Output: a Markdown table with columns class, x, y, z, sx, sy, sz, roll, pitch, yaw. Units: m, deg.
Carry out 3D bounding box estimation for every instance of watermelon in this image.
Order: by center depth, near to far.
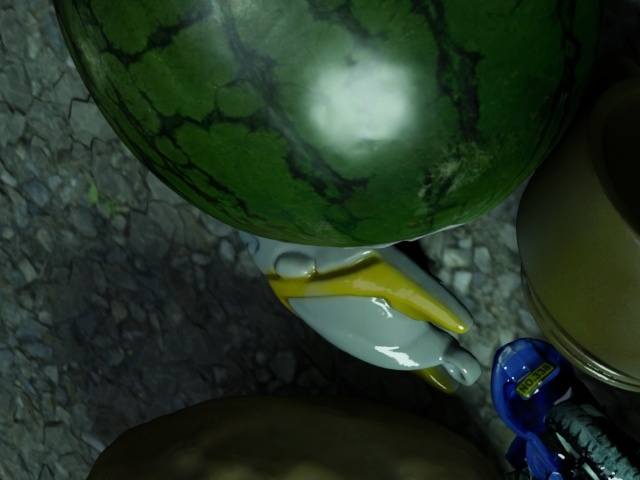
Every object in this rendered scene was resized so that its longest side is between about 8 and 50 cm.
| class | x | y | z | sx | sy | sz | roll | pitch | yaw |
| --- | --- | --- | --- | --- | --- | --- | --- | --- | --- |
| watermelon | 0.003 | -0.171 | 1.102 | 0.363 | 0.363 | 0.363 | 20 | 126 | 29 |

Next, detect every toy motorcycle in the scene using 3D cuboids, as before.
| class | x | y | z | sx | sy | sz | roll | pitch | yaw |
| --- | --- | --- | --- | --- | --- | --- | --- | --- | --- |
| toy motorcycle | 0.185 | 0.162 | 1.266 | 0.169 | 0.113 | 0.315 | 47 | 174 | 30 |

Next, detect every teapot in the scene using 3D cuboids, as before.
| class | x | y | z | sx | sy | sz | roll | pitch | yaw |
| --- | --- | --- | --- | --- | --- | --- | --- | --- | --- |
| teapot | 0.203 | 0.005 | 1.157 | 0.175 | 0.186 | 0.267 | -56 | 39 | 44 |

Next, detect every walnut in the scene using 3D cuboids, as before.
| class | x | y | z | sx | sy | sz | roll | pitch | yaw |
| --- | --- | --- | --- | --- | --- | --- | --- | --- | --- |
| walnut | -0.014 | 0.279 | 1.396 | 0.381 | 0.381 | 0.381 | 20 | 126 | 29 |

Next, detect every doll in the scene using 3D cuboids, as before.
| class | x | y | z | sx | sy | sz | roll | pitch | yaw |
| --- | --- | --- | --- | --- | --- | --- | --- | --- | --- |
| doll | 0.000 | -0.001 | 1.370 | 0.316 | 0.103 | 0.145 | 45 | 139 | 16 |
